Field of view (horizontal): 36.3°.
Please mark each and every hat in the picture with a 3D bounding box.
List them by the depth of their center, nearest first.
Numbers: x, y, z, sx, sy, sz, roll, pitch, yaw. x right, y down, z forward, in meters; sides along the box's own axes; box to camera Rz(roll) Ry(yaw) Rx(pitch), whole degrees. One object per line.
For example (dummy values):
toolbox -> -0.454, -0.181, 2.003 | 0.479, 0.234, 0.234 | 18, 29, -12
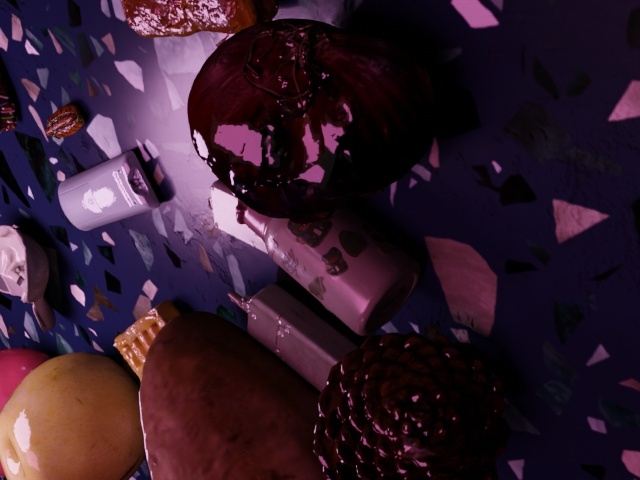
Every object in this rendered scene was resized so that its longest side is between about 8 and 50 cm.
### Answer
hat -> -0.607, 0.072, 2.038 | 0.219, 0.164, 0.226 | 32, 177, 29

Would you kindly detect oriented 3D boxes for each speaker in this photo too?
speaker -> -0.684, 0.379, 2.199 | 0.294, 0.294, 0.294 | 29, 137, 32

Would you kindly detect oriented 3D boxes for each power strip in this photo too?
power strip -> -0.087, -0.026, 1.392 | 0.192, 0.035, 0.081 | 26, 134, 34
power strip -> -0.029, 0.149, 1.447 | 0.288, 0.053, 0.093 | 36, 141, 25

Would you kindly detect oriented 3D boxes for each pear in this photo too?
pear -> -0.500, 0.382, 1.977 | 0.309, 0.309, 0.309 | 29, 137, 32

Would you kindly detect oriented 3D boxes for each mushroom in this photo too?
mushroom -> -0.098, 0.278, 1.466 | 0.313, 0.224, 0.397 | -19, 79, 25

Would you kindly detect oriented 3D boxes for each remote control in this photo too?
remote control -> -0.373, -0.076, 1.669 | 0.293, 0.051, 0.103 | -13, 107, 51

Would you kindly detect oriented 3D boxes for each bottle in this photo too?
bottle -> 0.000, 0.000, 1.243 | 0.253, 0.120, 0.120 | 42, 142, 21

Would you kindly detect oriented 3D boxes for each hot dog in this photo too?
hot dog -> -0.438, -0.199, 1.659 | 0.122, 0.037, 0.049 | -17, 101, 51

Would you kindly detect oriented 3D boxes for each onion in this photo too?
onion -> -0.002, -0.136, 1.068 | 0.281, 0.221, 0.281 | 11, 138, 10

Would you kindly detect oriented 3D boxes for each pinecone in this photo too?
pinecone -> 0.102, 0.240, 1.234 | 0.246, 0.246, 0.292 | 50, 159, 8

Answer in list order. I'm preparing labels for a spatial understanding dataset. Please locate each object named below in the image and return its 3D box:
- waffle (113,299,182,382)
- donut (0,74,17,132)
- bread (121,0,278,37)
waffle -> -0.269, 0.234, 1.790 | 0.221, 0.055, 0.248 | 56, 145, -1
donut -> -0.666, -0.274, 1.810 | 0.230, 0.096, 0.216 | 10, 125, 45
bread -> -0.165, -0.324, 1.214 | 0.271, 0.077, 0.139 | 13, 124, 47
